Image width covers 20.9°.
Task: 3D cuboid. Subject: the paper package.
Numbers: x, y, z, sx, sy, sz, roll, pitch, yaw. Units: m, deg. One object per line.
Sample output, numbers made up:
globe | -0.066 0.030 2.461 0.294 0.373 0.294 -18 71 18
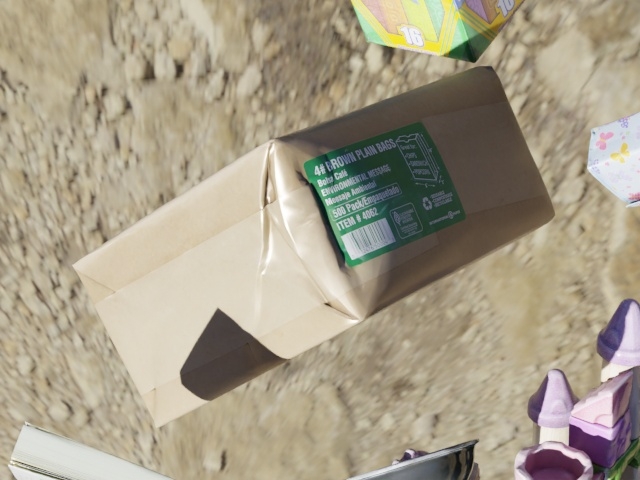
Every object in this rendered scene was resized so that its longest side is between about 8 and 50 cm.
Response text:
paper package | 0.000 0.000 1.550 0.325 0.309 0.168 -23 85 -48

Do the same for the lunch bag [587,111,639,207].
lunch bag | 0.255 -0.058 1.318 0.083 0.071 0.053 36 50 -37

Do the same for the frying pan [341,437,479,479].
frying pan | -0.029 0.210 1.325 0.326 0.197 0.053 -16 82 -9

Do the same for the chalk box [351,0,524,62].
chalk box | 0.094 -0.288 1.569 0.132 0.213 0.132 17 57 38

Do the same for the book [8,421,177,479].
book | -0.157 0.186 1.303 0.144 0.096 0.035 18 69 3

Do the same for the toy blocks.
toy blocks | 0.242 0.162 1.531 0.309 0.260 0.288 19 37 31
